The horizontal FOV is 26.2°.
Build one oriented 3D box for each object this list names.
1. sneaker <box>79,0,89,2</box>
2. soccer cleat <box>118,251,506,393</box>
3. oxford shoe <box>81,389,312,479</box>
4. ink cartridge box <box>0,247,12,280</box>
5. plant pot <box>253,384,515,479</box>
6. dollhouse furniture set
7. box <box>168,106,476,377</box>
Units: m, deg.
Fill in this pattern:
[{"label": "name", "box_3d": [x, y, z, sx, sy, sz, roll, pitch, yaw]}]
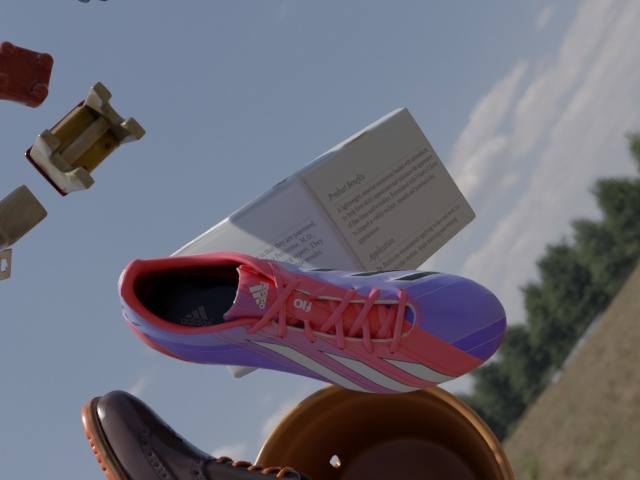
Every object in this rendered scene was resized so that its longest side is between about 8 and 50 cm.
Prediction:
[{"label": "sneaker", "box_3d": [-0.139, -0.183, 0.793, 0.083, 0.087, 0.221, -40, 9, 4]}, {"label": "soccer cleat", "box_3d": [-0.008, 0.047, 0.876, 0.095, 0.248, 0.083, 60, -145, -70]}, {"label": "oxford shoe", "box_3d": [-0.054, 0.185, 0.968, 0.098, 0.271, 0.097, -53, -15, 10]}, {"label": "ink cartridge box", "box_3d": [-0.403, 0.028, 1.525, 0.115, 0.029, 0.063, -13, -30, -23]}, {"label": "plant pot", "box_3d": [0.083, 0.302, 1.517, 0.291, 0.291, 0.203, -54, -17, -2]}, {"label": "dollhouse furniture set", "box_3d": [-0.396, -0.058, 1.445, 0.374, 0.201, 0.152, -47, 13, -28]}, {"label": "box", "box_3d": [0.000, 0.000, 1.149, 0.182, 0.119, 0.181, -31, 3, 38]}]
